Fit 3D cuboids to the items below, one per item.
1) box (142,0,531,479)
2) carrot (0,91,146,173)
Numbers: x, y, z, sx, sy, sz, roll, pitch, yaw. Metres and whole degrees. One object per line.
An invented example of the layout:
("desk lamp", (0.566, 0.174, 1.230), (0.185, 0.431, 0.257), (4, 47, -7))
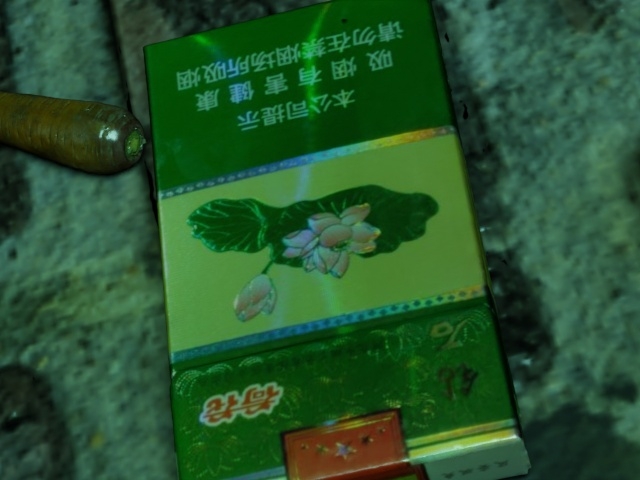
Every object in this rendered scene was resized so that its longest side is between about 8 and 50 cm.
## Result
("box", (0.000, 0.000, 0.740), (0.132, 0.034, 0.235), (-12, 55, 6))
("carrot", (-0.121, -0.051, 0.812), (0.093, 0.032, 0.032), (14, 61, 26))
